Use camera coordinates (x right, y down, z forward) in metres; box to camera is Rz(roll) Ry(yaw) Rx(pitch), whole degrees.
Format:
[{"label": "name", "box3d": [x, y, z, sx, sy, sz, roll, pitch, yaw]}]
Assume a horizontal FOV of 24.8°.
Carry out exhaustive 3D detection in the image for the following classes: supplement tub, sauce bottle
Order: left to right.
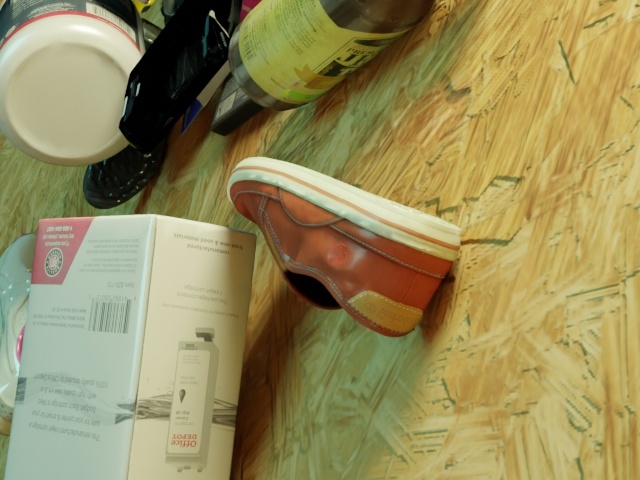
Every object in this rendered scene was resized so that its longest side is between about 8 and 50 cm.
[{"label": "supplement tub", "box3d": [-0.312, -0.228, 1.811, 0.191, 0.191, 0.272, -58, 23, 21]}, {"label": "sauce bottle", "box3d": [0.033, -0.221, 1.313, 0.344, 0.111, 0.111, -29, 42, 58]}]

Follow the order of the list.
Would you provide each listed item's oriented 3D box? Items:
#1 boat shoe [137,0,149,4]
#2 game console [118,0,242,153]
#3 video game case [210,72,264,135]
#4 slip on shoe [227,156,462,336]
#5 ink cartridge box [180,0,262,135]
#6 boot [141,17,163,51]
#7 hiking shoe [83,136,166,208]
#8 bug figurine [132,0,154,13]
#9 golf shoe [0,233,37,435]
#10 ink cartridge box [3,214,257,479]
[{"label": "boat shoe", "box3d": [-0.242, -0.366, 1.817, 0.088, 0.096, 0.267, -62, 16, 12]}, {"label": "game console", "box3d": [-0.145, -0.281, 1.646, 0.213, 0.044, 0.361, -43, 32, 42]}, {"label": "video game case", "box3d": [-0.043, -0.269, 1.652, 0.196, 0.026, 0.274, -27, 43, 58]}, {"label": "slip on shoe", "box3d": [0.000, 0.000, 1.172, 0.331, 0.123, 0.101, 25, 95, 63]}, {"label": "ink cartridge box", "box3d": [-0.091, -0.301, 1.686, 0.371, 0.069, 0.176, -50, 27, 41]}, {"label": "boot", "box3d": [-0.277, -0.210, 2.064, 0.208, 0.076, 0.189, -58, 8, 4]}, {"label": "hiking shoe", "box3d": [-0.244, -0.138, 1.928, 0.227, 0.086, 0.114, -61, 12, -10]}, {"label": "bug figurine", "box3d": [-0.241, -0.424, 2.024, 0.216, 0.072, 0.279, -137, 50, -64]}, {"label": "golf shoe", "box3d": [-0.381, 0.111, 1.964, 0.140, 0.115, 0.306, -33, 45, 38]}, {"label": "ink cartridge box", "box3d": [-0.175, 0.125, 1.301, 0.207, 0.117, 0.283, 0, 81, 50]}]
